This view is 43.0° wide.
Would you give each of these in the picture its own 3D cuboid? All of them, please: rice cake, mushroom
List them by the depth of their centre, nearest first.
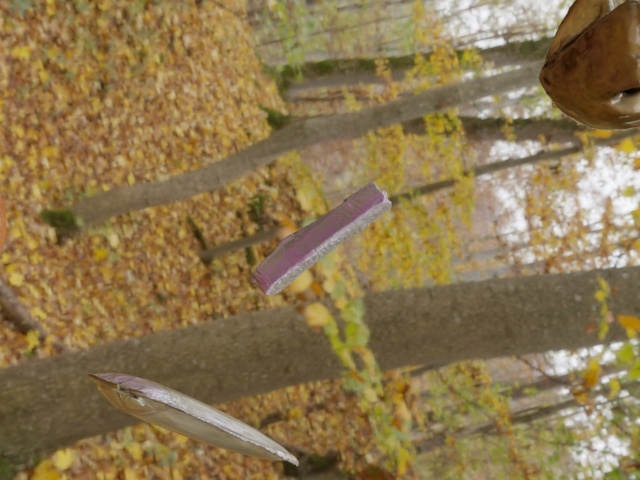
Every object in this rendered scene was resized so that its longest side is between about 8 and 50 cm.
[{"bbox_3d":[0.167,-0.094,0.295,0.060,0.187,0.061,-31,98,-50],"label":"mushroom"},{"bbox_3d":[0.000,0.000,1.040,0.047,0.207,0.036,51,-6,45],"label":"rice cake"}]

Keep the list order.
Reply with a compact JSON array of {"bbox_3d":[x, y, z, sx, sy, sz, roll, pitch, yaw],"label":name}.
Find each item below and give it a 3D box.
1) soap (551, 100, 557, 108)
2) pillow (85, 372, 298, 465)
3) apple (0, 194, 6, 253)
[{"bbox_3d":[0.467,-0.217,1.204,0.252,0.037,0.092,23,-71,36],"label":"soap"},{"bbox_3d":[-0.125,0.184,0.829,0.233,0.131,0.038,33,68,-34],"label":"pillow"},{"bbox_3d":[-0.554,-0.014,1.073,0.206,0.272,0.251,-12,-91,47],"label":"apple"}]
